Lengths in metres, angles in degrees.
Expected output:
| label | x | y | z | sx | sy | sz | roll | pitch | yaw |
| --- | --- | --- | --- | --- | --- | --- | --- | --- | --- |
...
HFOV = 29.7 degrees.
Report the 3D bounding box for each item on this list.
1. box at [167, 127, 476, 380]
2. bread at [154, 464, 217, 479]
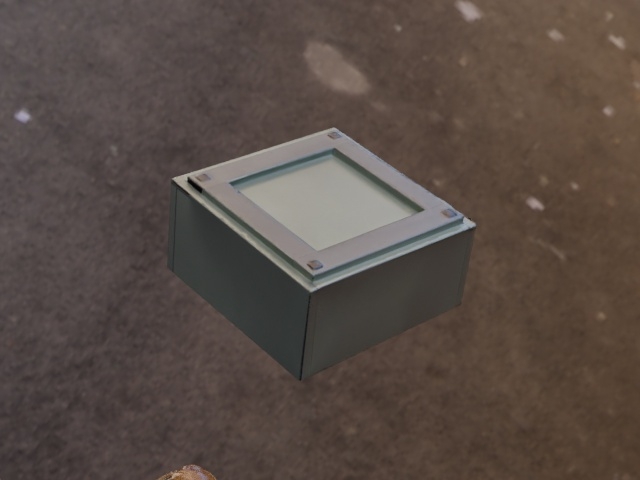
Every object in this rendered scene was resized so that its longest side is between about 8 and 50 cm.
| label | x | y | z | sx | sy | sz | roll | pitch | yaw |
| --- | --- | --- | --- | --- | --- | --- | --- | --- | --- |
| box | 0.000 | 0.000 | 1.240 | 0.225 | 0.117 | 0.225 | -22 | 43 | -36 |
| bread | -0.173 | 0.442 | 1.659 | 0.204 | 0.156 | 0.288 | 54 | 7 | -42 |
